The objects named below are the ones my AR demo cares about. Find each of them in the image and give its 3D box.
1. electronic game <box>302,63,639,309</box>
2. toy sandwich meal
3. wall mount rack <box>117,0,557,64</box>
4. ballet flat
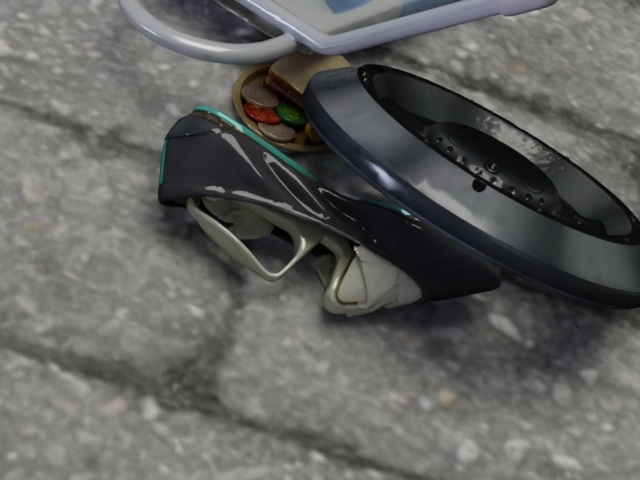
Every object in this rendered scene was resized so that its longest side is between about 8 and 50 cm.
[{"bbox_3d":[0.092,-0.032,0.905,0.229,0.048,0.229,27,18,-10],"label":"electronic game"},{"bbox_3d":[-0.012,-0.089,0.975,0.086,0.029,0.085,12,46,-13],"label":"toy sandwich meal"},{"bbox_3d":[0.056,-0.190,0.994,0.304,0.130,0.350,34,38,24],"label":"wall mount rack"},{"bbox_3d":[0.000,0.000,0.879,0.203,0.074,0.074,27,44,-6],"label":"ballet flat"}]
